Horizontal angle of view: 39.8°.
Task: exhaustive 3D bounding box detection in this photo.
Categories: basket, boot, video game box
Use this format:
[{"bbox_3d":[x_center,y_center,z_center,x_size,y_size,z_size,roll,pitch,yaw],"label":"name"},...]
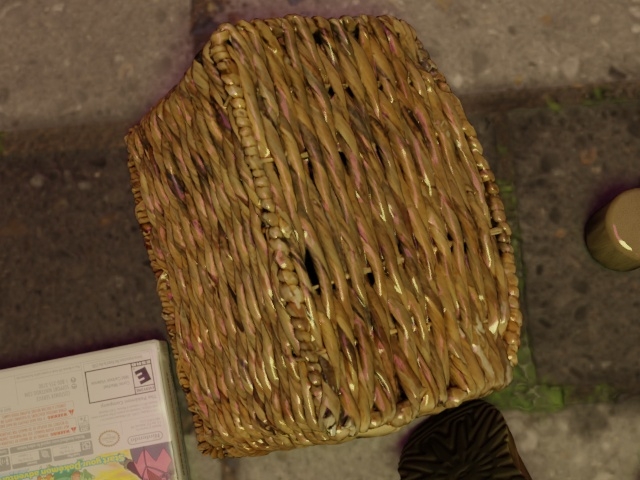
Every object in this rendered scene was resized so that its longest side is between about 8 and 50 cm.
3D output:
[{"bbox_3d":[0.000,0.000,0.697,0.213,0.223,0.299,-12,81,-32],"label":"basket"},{"bbox_3d":[0.165,0.271,0.635,0.089,0.236,0.269,-31,105,5],"label":"boot"},{"bbox_3d":[-0.207,0.189,0.706,0.205,0.048,0.187,-11,80,2],"label":"video game box"}]

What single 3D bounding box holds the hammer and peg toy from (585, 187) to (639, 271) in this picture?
[{"bbox_3d":[0.410,-0.007,0.659,0.361,0.127,0.266,26,85,6],"label":"hammer and peg toy"}]
